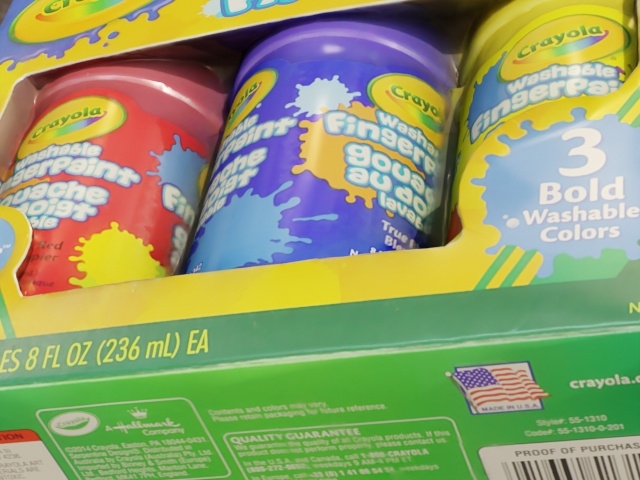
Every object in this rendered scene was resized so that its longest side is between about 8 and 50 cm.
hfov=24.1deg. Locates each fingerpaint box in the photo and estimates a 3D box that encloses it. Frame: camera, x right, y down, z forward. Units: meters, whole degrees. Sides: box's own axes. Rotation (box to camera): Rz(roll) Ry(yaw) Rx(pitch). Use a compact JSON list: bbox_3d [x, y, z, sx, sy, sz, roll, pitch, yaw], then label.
[{"bbox_3d":[0.005,-0.023,0.839,0.445,0.371,0.163,-6,-47,19],"label":"fingerpaint box"}]
